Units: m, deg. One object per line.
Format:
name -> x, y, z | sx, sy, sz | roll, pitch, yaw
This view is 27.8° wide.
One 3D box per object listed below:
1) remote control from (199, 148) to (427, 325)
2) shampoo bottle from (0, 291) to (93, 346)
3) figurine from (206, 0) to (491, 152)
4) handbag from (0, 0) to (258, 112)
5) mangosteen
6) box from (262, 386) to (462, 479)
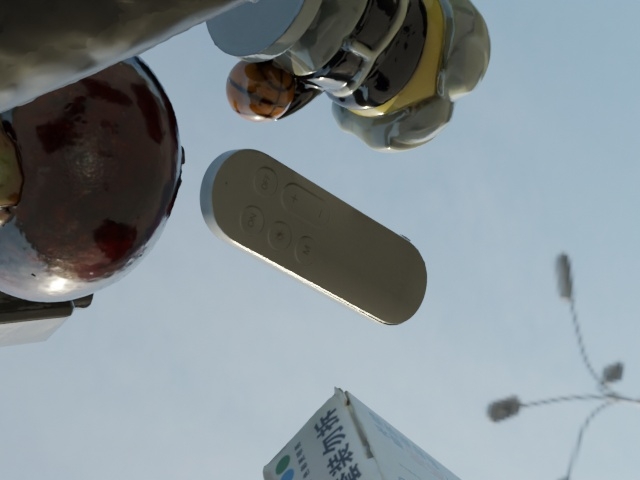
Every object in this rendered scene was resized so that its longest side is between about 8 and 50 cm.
remote control -> 0.000, 0.000, 1.044 | 0.245, 0.022, 0.077 | 30, -106, -37
shampoo bottle -> -0.326, 0.055, 1.191 | 0.246, 0.080, 0.079 | -5, -112, -39
figurine -> 0.027, -0.155, 1.036 | 0.236, 0.133, 0.176 | 16, -60, -44
handbag -> -0.107, -0.150, 0.364 | 0.223, 0.080, 0.246 | -22, -58, 0
mangosteen -> -0.180, -0.047, 0.763 | 0.200, 0.200, 0.199 | -11, -75, -50
box -> 0.098, 0.239, 0.797 | 0.274, 0.221, 0.091 | 40, -80, -24
